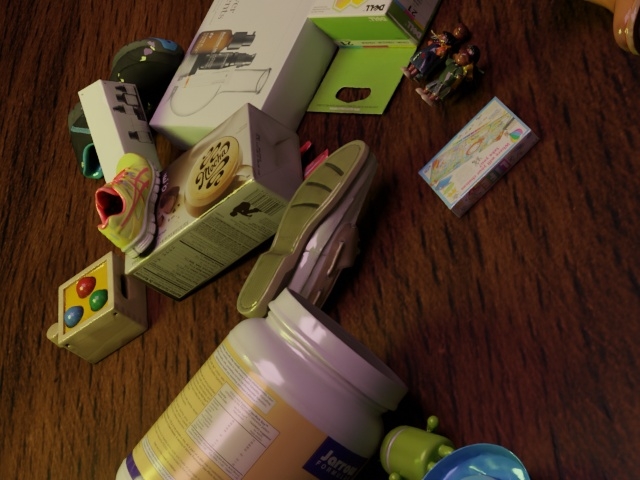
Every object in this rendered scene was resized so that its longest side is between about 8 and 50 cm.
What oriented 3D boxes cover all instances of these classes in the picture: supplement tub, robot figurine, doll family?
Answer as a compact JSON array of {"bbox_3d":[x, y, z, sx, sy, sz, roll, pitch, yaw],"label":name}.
[{"bbox_3d":[-0.071,0.250,1.602,0.331,0.241,0.241,-50,39,2],"label":"supplement tub"},{"bbox_3d":[0.120,0.264,1.542,0.115,0.067,0.101,11,59,48],"label":"robot figurine"},{"bbox_3d":[0.185,-0.266,1.882,0.111,0.076,0.193,-47,36,14],"label":"doll family"}]

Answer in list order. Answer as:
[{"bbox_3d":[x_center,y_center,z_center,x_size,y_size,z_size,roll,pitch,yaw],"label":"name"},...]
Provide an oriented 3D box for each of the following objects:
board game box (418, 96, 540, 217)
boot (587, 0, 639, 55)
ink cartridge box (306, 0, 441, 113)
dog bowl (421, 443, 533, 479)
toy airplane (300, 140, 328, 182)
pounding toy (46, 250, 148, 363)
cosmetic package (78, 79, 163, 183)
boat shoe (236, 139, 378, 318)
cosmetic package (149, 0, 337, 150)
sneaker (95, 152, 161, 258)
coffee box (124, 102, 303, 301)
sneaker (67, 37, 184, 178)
[{"bbox_3d":[0.219,-0.117,1.770,0.154,0.026,0.103,-44,39,9],"label":"board game box"},{"bbox_3d":[0.358,-0.350,1.708,0.220,0.109,0.283,1,55,25],"label":"boot"},{"bbox_3d":[0.066,-0.334,2.030,0.188,0.097,0.255,9,67,47],"label":"ink cartridge box"},{"bbox_3d":[0.198,0.364,1.386,0.166,0.074,0.297,-36,42,18],"label":"dog bowl"},{"bbox_3d":[-0.038,-0.105,2.010,0.151,0.028,0.151,-30,44,34],"label":"toy airplane"},{"bbox_3d":[-0.400,0.110,2.144,0.206,0.094,0.181,-32,43,22],"label":"pounding toy"},{"bbox_3d":[-0.333,-0.155,2.190,0.060,0.099,0.239,-25,79,31],"label":"cosmetic package"},{"bbox_3d":[0.000,0.000,1.833,0.302,0.103,0.113,-57,26,-5],"label":"boat shoe"},{"bbox_3d":[-0.104,-0.330,2.197,0.284,0.097,0.377,8,67,44],"label":"cosmetic package"},{"bbox_3d":[-0.310,-0.073,2.001,0.081,0.094,0.208,-40,38,27],"label":"sneaker"},{"bbox_3d":[-0.171,-0.056,2.007,0.297,0.119,0.168,-34,43,30],"label":"coffee box"},{"bbox_3d":[-0.349,-0.240,2.334,0.341,0.125,0.140,-41,48,43],"label":"sneaker"}]
